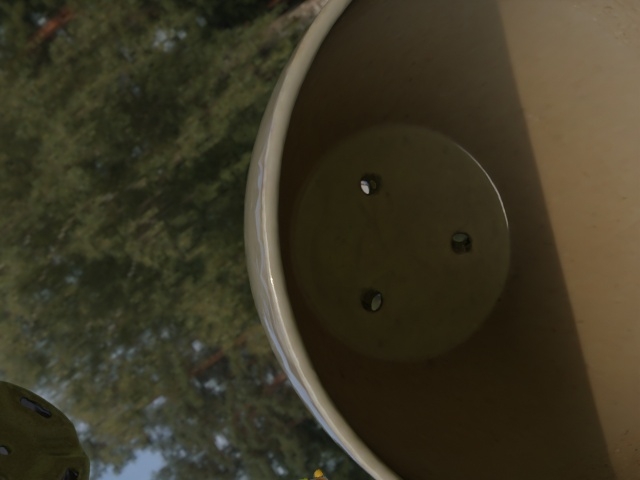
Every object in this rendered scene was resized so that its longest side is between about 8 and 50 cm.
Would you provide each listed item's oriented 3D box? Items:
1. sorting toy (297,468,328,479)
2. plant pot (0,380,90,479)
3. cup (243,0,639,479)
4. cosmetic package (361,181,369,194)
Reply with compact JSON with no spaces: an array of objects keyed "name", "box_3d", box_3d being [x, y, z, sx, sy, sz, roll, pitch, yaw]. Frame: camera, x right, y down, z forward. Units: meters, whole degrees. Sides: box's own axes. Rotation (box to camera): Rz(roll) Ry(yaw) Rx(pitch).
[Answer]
[{"name":"sorting toy","box_3d":[-0.032,0.298,1.228,0.083,0.075,0.044,104,152,-44]},{"name":"plant pot","box_3d":[-0.457,0.353,1.359,0.334,0.305,0.333,29,-156,-14]},{"name":"cup","box_3d":[0.092,-0.004,0.645,0.331,0.331,0.237,52,163,-9]},{"name":"cosmetic package","box_3d":[0.000,0.000,1.289,0.231,0.118,0.085,102,171,-65]}]
